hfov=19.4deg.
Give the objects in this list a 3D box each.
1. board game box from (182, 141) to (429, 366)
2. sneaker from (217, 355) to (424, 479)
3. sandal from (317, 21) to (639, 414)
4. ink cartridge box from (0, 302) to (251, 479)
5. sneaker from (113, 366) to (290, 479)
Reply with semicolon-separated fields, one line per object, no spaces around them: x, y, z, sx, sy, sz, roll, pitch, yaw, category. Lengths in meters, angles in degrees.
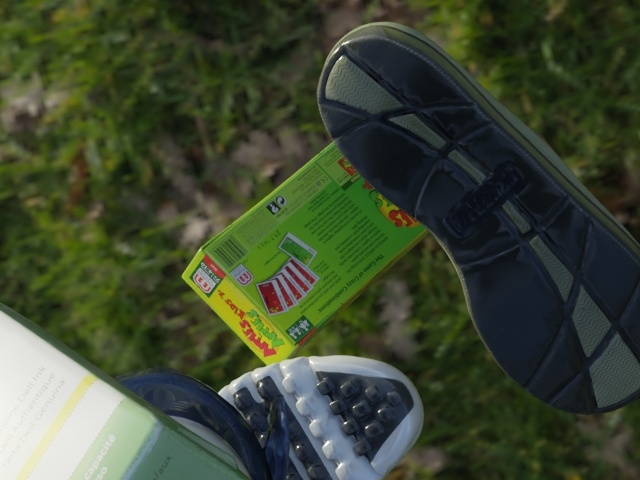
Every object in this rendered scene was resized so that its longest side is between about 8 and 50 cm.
0.000;0.000;1.298;0.092;0.181;0.043;46;144;5;board game box
-0.031;0.148;1.284;0.292;0.118;0.110;-31;81;40;sneaker
0.121;-0.022;1.184;0.120;0.086;0.303;-33;100;25;sandal
-0.146;0.093;0.598;0.235;0.056;0.171;27;82;45;ink cartridge box
-0.068;0.224;0.924;0.236;0.130;0.323;-151;56;-83;sneaker
